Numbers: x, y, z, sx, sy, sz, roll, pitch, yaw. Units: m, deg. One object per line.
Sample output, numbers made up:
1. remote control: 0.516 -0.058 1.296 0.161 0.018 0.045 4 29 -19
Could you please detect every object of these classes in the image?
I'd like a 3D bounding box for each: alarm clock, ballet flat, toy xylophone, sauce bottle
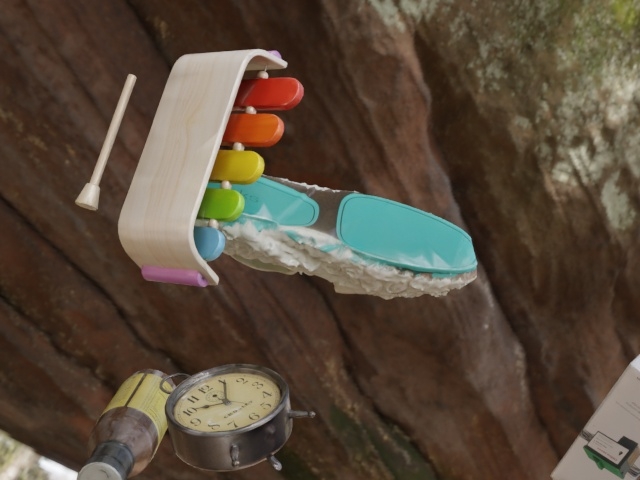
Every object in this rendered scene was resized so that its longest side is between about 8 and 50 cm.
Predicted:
1. alarm clock: -0.108 0.182 0.917 0.192 0.129 0.064 22 -54 42
2. ballet flat: 0.000 0.000 1.146 0.409 0.147 0.147 16 -21 2
3. toy xylophone: -0.167 -0.109 1.057 0.236 0.322 0.081 14 -14 36
4. sauce bottle: -0.316 0.316 1.408 0.111 0.111 0.344 26 12 -2

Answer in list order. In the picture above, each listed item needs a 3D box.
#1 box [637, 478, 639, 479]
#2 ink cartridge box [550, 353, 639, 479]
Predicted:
1. box: 0.444 0.462 1.120 0.182 0.296 0.294 58 2 1
2. ink cartridge box: 0.429 0.249 1.178 0.093 0.160 0.219 37 -58 24
